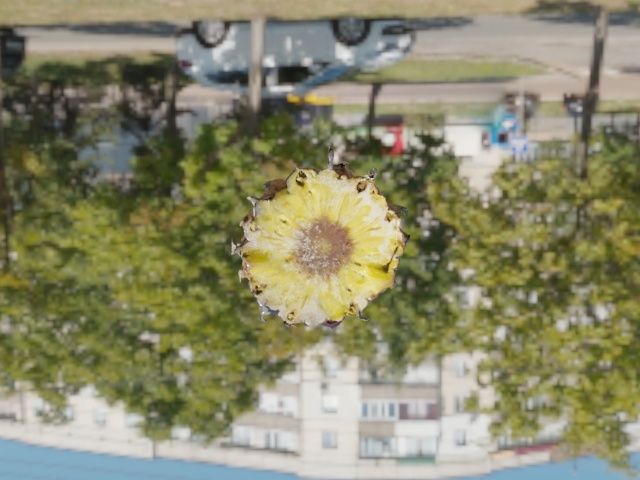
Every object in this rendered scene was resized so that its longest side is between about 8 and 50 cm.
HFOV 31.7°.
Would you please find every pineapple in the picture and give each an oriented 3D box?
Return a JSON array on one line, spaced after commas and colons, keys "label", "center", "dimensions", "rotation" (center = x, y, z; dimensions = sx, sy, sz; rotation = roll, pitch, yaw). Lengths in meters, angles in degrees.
[{"label": "pineapple", "center": [0.000, 0.000, 1.267], "dimensions": [0.221, 0.221, 0.047], "rotation": [-2, -160, -10]}]
